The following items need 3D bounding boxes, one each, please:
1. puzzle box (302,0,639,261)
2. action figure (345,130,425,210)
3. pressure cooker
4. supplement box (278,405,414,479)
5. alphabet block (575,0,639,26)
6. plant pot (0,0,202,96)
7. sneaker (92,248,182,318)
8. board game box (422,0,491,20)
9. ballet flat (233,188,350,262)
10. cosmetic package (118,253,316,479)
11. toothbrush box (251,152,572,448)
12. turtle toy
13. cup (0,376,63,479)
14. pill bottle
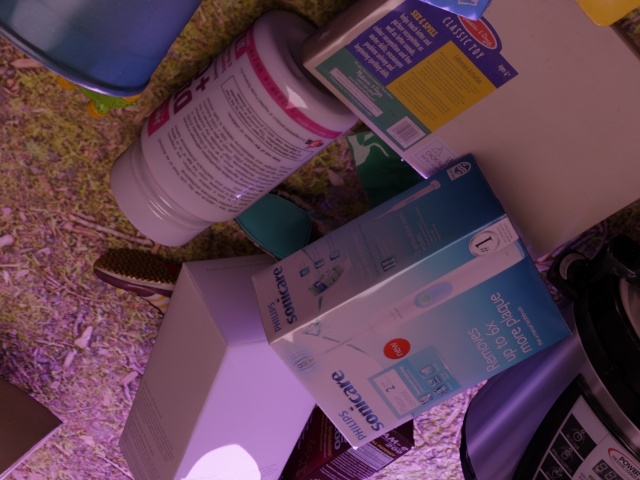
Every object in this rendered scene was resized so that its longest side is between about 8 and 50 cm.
[{"bbox_3d":[0.213,-0.159,1.310,0.272,0.052,0.409,-33,125,26],"label":"puzzle box"},{"bbox_3d":[0.162,-0.101,1.433,0.232,0.063,0.137,-13,125,15],"label":"action figure"},{"bbox_3d":[0.416,0.208,1.476,0.370,0.375,0.420,16,129,-29],"label":"pressure cooker"},{"bbox_3d":[0.030,0.291,1.710,0.073,0.130,0.239,37,121,-22],"label":"supplement box"},{"bbox_3d":[0.285,-0.359,1.135,0.193,0.197,0.192,-34,119,26],"label":"alphabet block"},{"bbox_3d":[-0.205,-0.328,1.171,0.272,0.271,0.255,36,111,-22],"label":"plant pot"},{"bbox_3d":[-0.216,0.071,1.592,0.185,0.069,0.084,13,123,-5],"label":"sneaker"},{"bbox_3d":[0.007,-0.353,1.030,0.308,0.302,0.086,17,130,-16],"label":"board game box"},{"bbox_3d":[0.000,0.000,1.506,0.241,0.077,0.091,26,100,12],"label":"ballet flat"},{"bbox_3d":[-0.120,0.198,1.589,0.197,0.155,0.365,-5,134,-34],"label":"cosmetic package"},{"bbox_3d":[0.104,0.075,1.365,0.295,0.126,0.216,-28,128,8],"label":"toothbrush box"},{"bbox_3d":[-0.257,-0.205,1.378,0.095,0.066,0.130,-16,127,45],"label":"turtle toy"},{"bbox_3d":[-0.563,0.281,1.662,0.237,0.331,0.331,49,120,0],"label":"cup"},{"bbox_3d":[-0.104,-0.121,1.375,0.283,0.160,0.160,-37,118,28],"label":"pill bottle"}]
